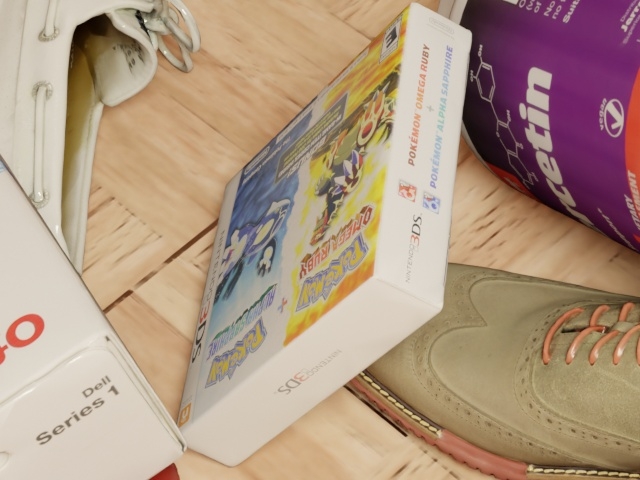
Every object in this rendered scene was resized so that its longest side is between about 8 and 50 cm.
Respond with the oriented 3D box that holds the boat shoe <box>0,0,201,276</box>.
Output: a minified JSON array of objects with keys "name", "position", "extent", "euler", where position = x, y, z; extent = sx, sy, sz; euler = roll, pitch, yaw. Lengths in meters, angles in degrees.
[{"name":"boat shoe","position":[-0.145,-0.128,1.153],"extent":[0.156,0.136,0.367],"euler":[2,55,12]}]

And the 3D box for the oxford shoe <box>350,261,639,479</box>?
[{"name":"oxford shoe","position":[0.162,0.060,0.947],"extent":[0.348,0.130,0.123],"euler":[15,56,21]}]

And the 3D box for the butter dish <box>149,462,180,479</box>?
[{"name":"butter dish","position":[-0.112,0.204,0.900],"extent":[0.160,0.118,0.160],"euler":[-32,13,0]}]

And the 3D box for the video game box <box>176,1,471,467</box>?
[{"name":"video game box","position":[0.000,0.000,0.994],"extent":[0.048,0.205,0.187],"euler":[24,50,-22]}]

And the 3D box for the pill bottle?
[{"name":"pill bottle","position":[0.183,-0.086,0.977],"extent":[0.181,0.181,0.323],"euler":[-29,23,-12]}]

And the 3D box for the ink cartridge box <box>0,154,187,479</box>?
[{"name":"ink cartridge box","position":[-0.223,0.045,0.924],"extent":[0.201,0.117,0.278],"euler":[-34,51,-6]}]
